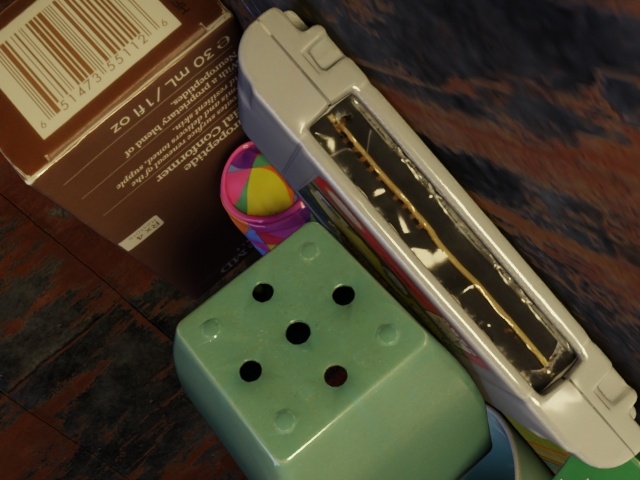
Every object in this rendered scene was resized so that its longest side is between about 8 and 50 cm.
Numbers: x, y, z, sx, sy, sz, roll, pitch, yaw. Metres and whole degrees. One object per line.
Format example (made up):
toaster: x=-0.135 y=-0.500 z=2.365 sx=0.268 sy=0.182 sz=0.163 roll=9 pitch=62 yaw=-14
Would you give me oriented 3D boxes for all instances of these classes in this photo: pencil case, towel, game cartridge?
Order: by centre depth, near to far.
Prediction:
game cartridge: x=0.055 y=0.002 z=0.466 sx=0.294 sy=0.060 sz=0.196 roll=49 pitch=179 yaw=-3
pencil case: x=0.000 y=0.000 z=0.672 sx=0.104 sy=0.104 sz=0.236 roll=45 pitch=174 yaw=35
towel: x=0.194 y=0.161 z=0.690 sx=0.237 sy=0.021 sz=0.102 roll=49 pitch=170 yaw=2

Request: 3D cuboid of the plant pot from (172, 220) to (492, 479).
plant pot: x=0.006 y=0.105 z=0.505 sx=0.165 sy=0.165 sz=0.234 roll=46 pitch=168 yaw=26

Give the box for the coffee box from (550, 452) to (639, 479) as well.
coffee box: x=0.199 y=0.203 z=0.414 sx=0.040 sy=0.113 sz=0.184 roll=6 pitch=-152 yaw=-46

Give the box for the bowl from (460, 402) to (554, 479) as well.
bowl: x=0.205 y=0.380 z=0.958 sx=0.163 sy=0.311 sz=0.311 roll=29 pitch=-179 yaw=-16

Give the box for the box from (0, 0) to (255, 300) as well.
box: x=-0.144 y=-0.087 z=0.701 sx=0.143 sy=0.191 sz=0.381 roll=47 pitch=176 yaw=17
